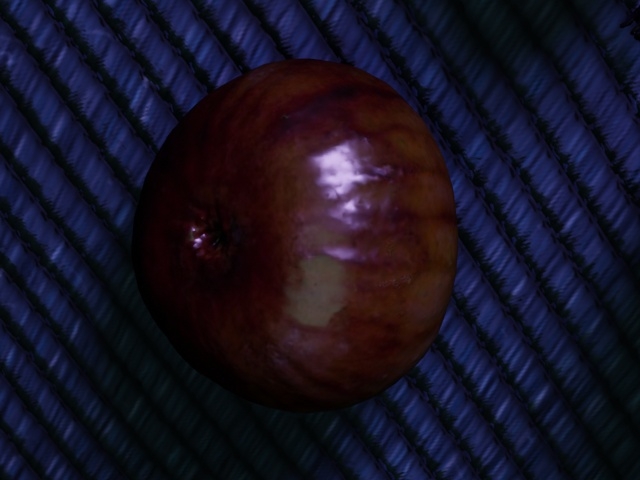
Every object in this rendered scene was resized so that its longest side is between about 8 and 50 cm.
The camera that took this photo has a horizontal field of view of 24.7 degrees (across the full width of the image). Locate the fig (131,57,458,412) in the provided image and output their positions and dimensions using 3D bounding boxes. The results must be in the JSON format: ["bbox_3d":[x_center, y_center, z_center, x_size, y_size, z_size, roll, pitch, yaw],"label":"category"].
[{"bbox_3d":[-0.013,-0.003,0.988,0.235,0.214,0.235,17,125,27],"label":"fig"}]

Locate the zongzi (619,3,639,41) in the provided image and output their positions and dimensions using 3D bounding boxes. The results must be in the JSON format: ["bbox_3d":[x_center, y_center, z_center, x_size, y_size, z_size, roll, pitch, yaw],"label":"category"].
[{"bbox_3d":[0.224,-0.325,0.786,0.418,0.181,0.447,-20,113,26],"label":"zongzi"}]
